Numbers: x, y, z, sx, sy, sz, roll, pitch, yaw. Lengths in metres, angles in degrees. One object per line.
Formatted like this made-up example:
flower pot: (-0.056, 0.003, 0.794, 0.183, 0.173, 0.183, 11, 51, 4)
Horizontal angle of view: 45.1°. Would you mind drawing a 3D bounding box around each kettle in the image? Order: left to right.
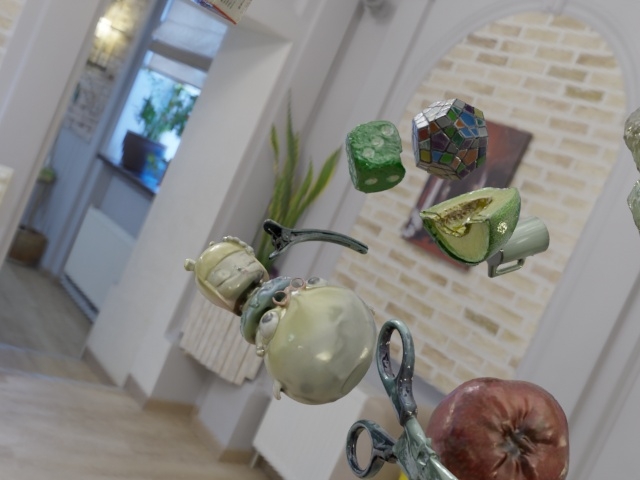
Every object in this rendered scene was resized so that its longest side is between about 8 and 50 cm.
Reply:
kettle: (0.482, 0.011, 1.939, 0.148, 0.127, 0.098, -18, 64, -21)

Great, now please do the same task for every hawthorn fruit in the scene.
hawthorn fruit: (0.334, 0.412, 1.515, 0.275, 0.299, 0.275, 13, 50, -17)

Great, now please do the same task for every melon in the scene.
melon: (0.370, -0.036, 1.746, 0.265, 0.169, 0.129, 9, -54, 65)

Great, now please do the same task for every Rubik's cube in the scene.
Rubik's cube: (0.170, -0.133, 1.019, 0.093, 0.111, 0.111, -3, 6, -1)

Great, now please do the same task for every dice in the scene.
dice: (0.124, -0.192, 1.778, 0.120, 0.128, 0.131, -11, -24, -6)

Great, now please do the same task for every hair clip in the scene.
hair clip: (0.000, 0.000, 1.367, 0.230, 0.070, 0.039, 1, -19, -39)

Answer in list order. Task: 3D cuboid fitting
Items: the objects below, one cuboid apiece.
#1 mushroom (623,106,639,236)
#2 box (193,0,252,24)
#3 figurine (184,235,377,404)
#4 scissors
mushroom: (0.458, -0.098, 0.913, 0.190, 0.164, 0.267, -19, 11, 32)
box: (-0.152, -0.457, 1.218, 0.133, 0.182, 0.099, 36, 7, 22)
figurine: (-0.087, 0.138, 1.337, 0.394, 0.274, 0.227, 35, 54, 27)
scissors: (0.130, 0.283, 1.016, 0.029, 0.255, 0.383, 10, 16, -21)
